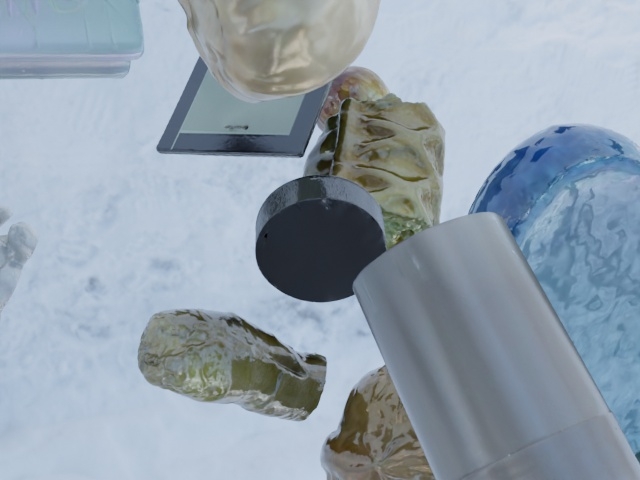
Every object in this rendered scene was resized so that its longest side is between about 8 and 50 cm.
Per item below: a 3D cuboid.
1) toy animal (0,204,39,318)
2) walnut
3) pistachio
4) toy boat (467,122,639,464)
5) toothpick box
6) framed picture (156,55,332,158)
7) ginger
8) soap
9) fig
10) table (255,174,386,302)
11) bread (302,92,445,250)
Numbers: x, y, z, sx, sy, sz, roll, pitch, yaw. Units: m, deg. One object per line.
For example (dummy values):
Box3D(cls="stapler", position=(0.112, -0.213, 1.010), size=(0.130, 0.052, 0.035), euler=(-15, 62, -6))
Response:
Box3D(cls="toy animal", position=(-0.646, 0.033, 1.476), size=(0.265, 0.206, 0.272), euler=(26, 73, -25))
Box3D(cls="walnut", position=(0.152, 0.281, 1.047), size=(0.344, 0.306, 0.306), euler=(23, 96, -52))
Box3D(cls="pistachio", position=(-0.033, -0.287, 0.885), size=(0.213, 0.193, 0.318), euler=(24, 67, -11))
Box3D(cls="toy boat", position=(0.201, 0.065, 0.722), size=(0.215, 0.123, 0.330), euler=(-17, 111, -8))
Box3D(cls="toothpick box", position=(0.102, 0.087, 0.529), size=(0.111, 0.181, 0.111), euler=(-22, 160, -8))
Box3D(cls="framed picture", position=(-0.087, -0.272, 1.358), size=(0.016, 0.265, 0.347), euler=(54, 48, -50))
Box3D(cls="ginger", position=(-0.104, 0.144, 1.052), size=(0.263, 0.116, 0.109), euler=(24, 80, -41))
Box3D(cls="soap", position=(-0.425, -0.324, 1.162), size=(0.346, 0.115, 0.208), euler=(-6, 83, -27))
Box3D(cls="fig", position=(0.109, -0.241, 1.753), size=(0.257, 0.159, 0.159), euler=(31, 91, -12))
Box3D(cls="table", position=(0.000, 0.000, 0.897), size=(0.133, 0.043, 0.133), euler=(-1, 126, -1))
Box3D(cls="bread", position=(0.072, -0.071, 1.330), size=(0.196, 0.252, 0.238), euler=(28, 128, -25))
